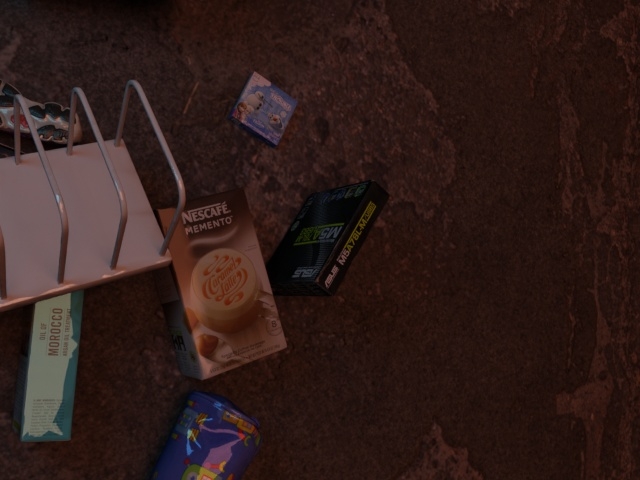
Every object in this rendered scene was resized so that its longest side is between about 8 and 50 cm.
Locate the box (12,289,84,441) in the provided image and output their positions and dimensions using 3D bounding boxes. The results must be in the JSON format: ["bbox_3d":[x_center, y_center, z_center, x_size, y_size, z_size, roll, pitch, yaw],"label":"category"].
[{"bbox_3d":[-0.351,0.128,0.874,0.060,0.100,0.245,7,82,-30],"label":"box"}]

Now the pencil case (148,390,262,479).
[{"bbox_3d":[-0.183,0.368,0.932,0.133,0.119,0.306,23,73,-1],"label":"pencil case"}]

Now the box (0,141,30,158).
[{"bbox_3d":[-0.465,-0.022,0.848,0.183,0.059,0.233,23,74,-25],"label":"box"}]

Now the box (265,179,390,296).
[{"bbox_3d":[0.000,0.000,1.033,0.045,0.190,0.184,42,68,-22],"label":"box"}]

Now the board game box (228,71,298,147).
[{"bbox_3d":[-0.092,-0.213,1.099,0.090,0.020,0.090,31,70,-23],"label":"board game box"}]

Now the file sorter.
[{"bbox_3d":[-0.322,-0.054,0.768,0.277,0.173,0.193,-17,70,-29],"label":"file sorter"}]

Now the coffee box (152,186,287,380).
[{"bbox_3d":[-0.159,0.061,0.989,0.141,0.098,0.247,-18,94,-30],"label":"coffee box"}]

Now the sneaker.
[{"bbox_3d":[-0.404,-0.160,0.897,0.169,0.071,0.068,22,72,-9],"label":"sneaker"}]
